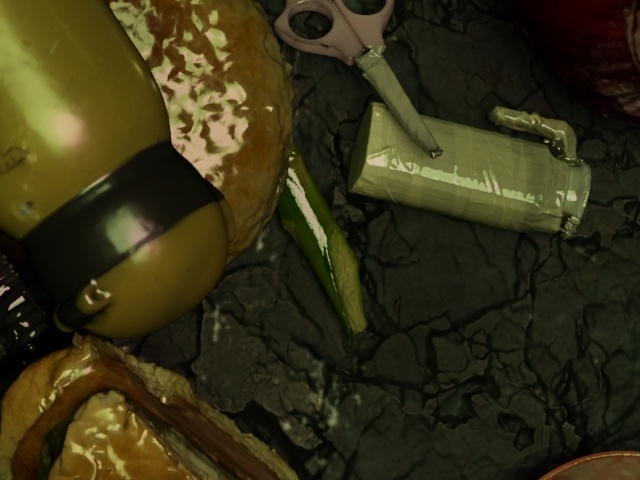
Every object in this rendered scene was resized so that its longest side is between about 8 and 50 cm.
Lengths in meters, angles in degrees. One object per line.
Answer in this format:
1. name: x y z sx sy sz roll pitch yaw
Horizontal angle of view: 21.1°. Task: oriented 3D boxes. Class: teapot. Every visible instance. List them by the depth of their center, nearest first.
1. teapot: 0.131 -0.071 1.476 0.200 0.077 0.107 14 69 -8

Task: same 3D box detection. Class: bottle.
1. bottle: -0.199 -0.090 1.238 0.171 0.171 0.351 -34 91 -7

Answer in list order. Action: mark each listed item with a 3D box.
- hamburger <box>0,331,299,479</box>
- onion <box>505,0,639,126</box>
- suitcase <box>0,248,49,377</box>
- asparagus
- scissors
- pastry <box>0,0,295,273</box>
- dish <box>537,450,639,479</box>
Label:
1. hamburger: -0.148 0.227 1.349 0.209 0.330 0.162 -37 52 10
2. onion: 0.328 -0.218 1.395 0.336 0.282 0.260 -27 123 11
3. suitcase: -0.327 0.029 1.270 0.152 0.335 0.230 -35 90 -14
4. asparagus: 0.000 0.000 1.470 0.045 0.041 0.178 -29 94 -12
5. scissors: 0.046 -0.145 1.441 0.110 0.021 0.212 -27 64 -10
6. pastry: -0.170 -0.107 1.388 0.329 0.136 0.330 0 90 -2
7. dish: 0.254 0.315 1.467 0.260 0.085 0.260 1 75 -6
